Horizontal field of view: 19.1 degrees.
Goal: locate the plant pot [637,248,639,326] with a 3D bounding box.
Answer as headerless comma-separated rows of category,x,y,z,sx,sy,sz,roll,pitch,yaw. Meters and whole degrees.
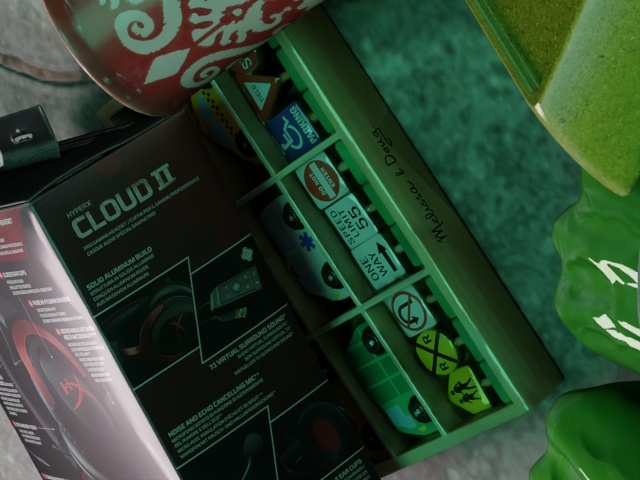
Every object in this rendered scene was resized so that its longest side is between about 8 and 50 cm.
plant pot,0.270,-0.035,0.643,0.196,0.293,0.293,29,137,-10

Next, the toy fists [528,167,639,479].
toy fists,0.170,0.071,0.878,0.142,0.096,0.279,29,125,48

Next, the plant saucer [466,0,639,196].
plant saucer,0.104,-0.146,0.802,0.188,0.045,0.188,110,147,-41

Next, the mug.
mug,-0.046,-0.165,0.926,0.169,0.113,0.150,-29,71,27

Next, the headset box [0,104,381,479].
headset box,-0.110,0.059,1.087,0.218,0.110,0.293,-8,113,60

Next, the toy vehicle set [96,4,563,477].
toy vehicle set,0.000,0.000,1.054,0.166,0.035,0.267,-33,90,47
